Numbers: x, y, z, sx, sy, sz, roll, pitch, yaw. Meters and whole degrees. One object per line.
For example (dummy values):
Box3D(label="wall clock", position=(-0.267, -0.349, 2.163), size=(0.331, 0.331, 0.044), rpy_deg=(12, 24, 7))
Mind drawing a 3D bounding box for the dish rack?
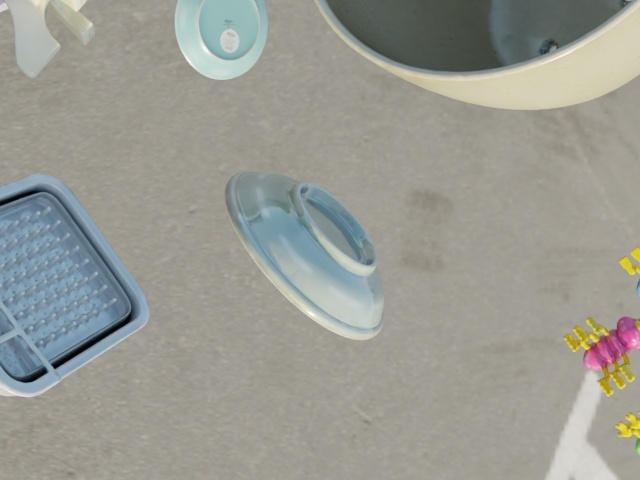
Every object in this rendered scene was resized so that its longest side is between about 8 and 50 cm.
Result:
Box3D(label="dish rack", position=(-0.417, 0.065, 1.565), size=(0.285, 0.072, 0.333), rpy_deg=(54, 33, 1))

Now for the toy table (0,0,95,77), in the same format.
Box3D(label="toy table", position=(-0.424, -0.394, 1.714), size=(0.161, 0.274, 0.252), rpy_deg=(39, 93, -3))

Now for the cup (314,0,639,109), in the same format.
Box3D(label="cup", position=(0.181, -0.240, 0.913), size=(0.237, 0.331, 0.331), rpy_deg=(31, 66, -58))

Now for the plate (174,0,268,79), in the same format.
Box3D(label="plate", position=(-0.156, -0.359, 1.828), size=(0.188, 0.024, 0.188), rpy_deg=(-9, 104, -40))

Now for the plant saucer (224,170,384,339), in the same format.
Box3D(label="plant saucer", position=(0.000, 0.000, 2.060), size=(0.400, 0.100, 0.400), rpy_deg=(41, 20, -18))

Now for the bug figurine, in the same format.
Box3D(label="bug figurine", position=(0.408, 0.140, 1.245), size=(0.279, 0.216, 0.072), rpy_deg=(58, 31, 9))
